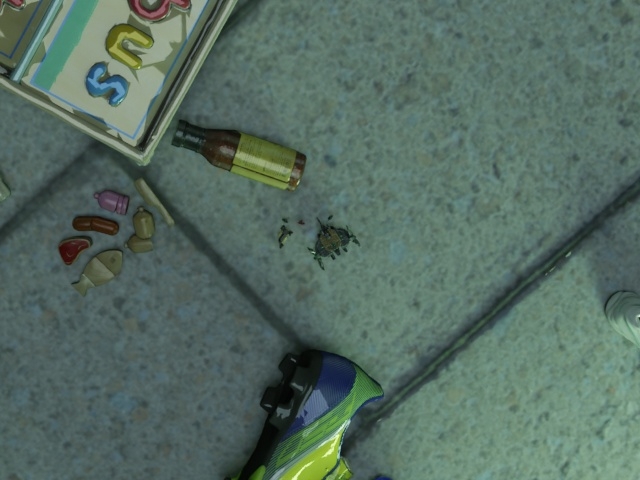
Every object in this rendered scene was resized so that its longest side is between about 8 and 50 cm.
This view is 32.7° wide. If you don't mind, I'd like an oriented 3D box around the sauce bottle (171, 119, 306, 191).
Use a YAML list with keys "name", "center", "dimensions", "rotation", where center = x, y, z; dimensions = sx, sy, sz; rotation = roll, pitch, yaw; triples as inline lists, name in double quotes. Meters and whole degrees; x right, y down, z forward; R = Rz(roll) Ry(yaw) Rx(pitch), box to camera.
- name: "sauce bottle"
  center: [-0.078, -0.085, 1.045]
  dimensions: [0.128, 0.042, 0.042]
  rotation: [20, 99, -11]

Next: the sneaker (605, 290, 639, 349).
- name: "sneaker"
  center: [0.362, 0.113, 1.127]
  dimensions: [0.152, 0.061, 0.054]
  rotation: [36, 94, -13]

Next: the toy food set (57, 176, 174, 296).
- name: "toy food set"
  center: [-0.205, -0.008, 1.061]
  dimensions: [0.122, 0.019, 0.078]
  rotation: [-33, 103, 9]

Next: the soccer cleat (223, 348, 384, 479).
- name: "soccer cleat"
  center: [-0.031, 0.248, 1.097]
  dimensions: [0.121, 0.093, 0.289]
  rotation: [24, 99, -17]

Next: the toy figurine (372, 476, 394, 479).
- name: "toy figurine"
  center: [0.043, 0.359, 1.132]
  dimensions: [0.362, 0.191, 0.217]
  rotation: [-3, 72, 2]

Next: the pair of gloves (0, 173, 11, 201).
- name: "pair of gloves"
  center: [-0.429, -0.092, 1.005]
  dimensions: [0.240, 0.042, 0.204]
  rotation: [-17, 103, -3]

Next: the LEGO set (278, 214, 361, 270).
- name: "LEGO set"
  center: [0.000, -0.003, 1.085]
  dimensions: [0.083, 0.023, 0.054]
  rotation: [27, 96, 2]

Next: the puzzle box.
- name: "puzzle box"
  center: [-0.176, -0.305, 0.967]
  dimensions: [0.272, 0.052, 0.409]
  rotation: [28, 93, -12]
